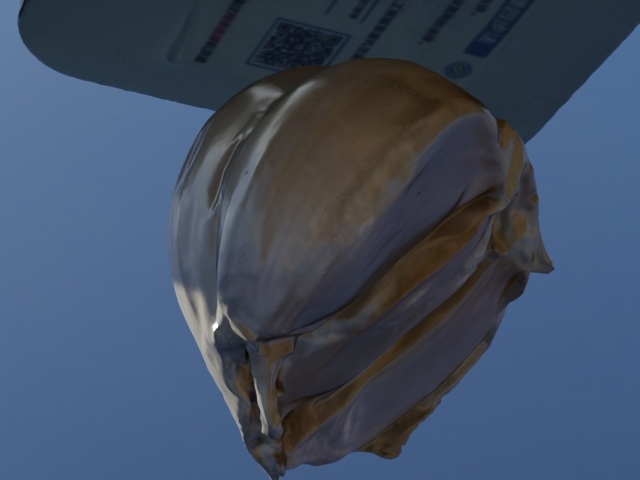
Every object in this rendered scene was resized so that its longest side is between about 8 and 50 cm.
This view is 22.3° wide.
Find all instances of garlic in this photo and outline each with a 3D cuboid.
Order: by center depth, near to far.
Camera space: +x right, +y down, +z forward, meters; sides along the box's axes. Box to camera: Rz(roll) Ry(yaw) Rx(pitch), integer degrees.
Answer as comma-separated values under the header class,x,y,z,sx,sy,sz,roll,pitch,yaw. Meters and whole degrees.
class,x,y,z,sx,sy,sz,roll,pitch,yaw
garlic,0.000,0.000,0.746,0.178,0.229,0.143,-40,-115,-18

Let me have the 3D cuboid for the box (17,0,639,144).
class,x,y,z,sx,sy,sz,roll,pitch,yaw
box,0.042,-0.215,1.039,0.396,0.396,0.111,13,-126,-23
